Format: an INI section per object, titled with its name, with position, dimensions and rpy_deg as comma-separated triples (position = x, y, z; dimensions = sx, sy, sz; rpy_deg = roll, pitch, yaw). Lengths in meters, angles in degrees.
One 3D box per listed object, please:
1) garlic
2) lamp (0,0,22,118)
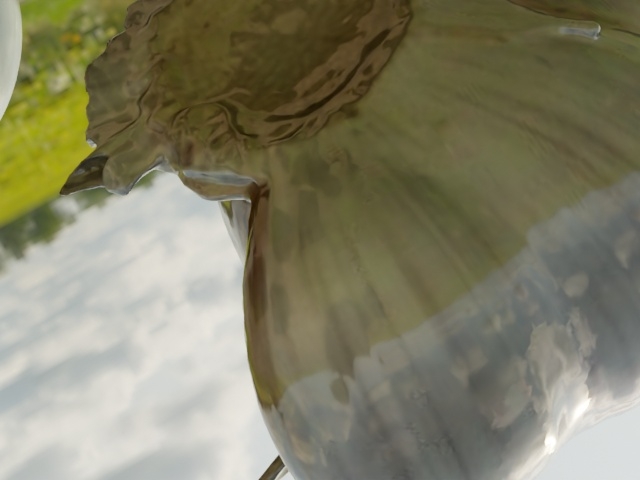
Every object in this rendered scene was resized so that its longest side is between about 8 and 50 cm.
[garlic]
position = 0.000, 0.000, 0.590
dimensions = 0.256, 0.207, 0.207
rpy_deg = -36, 180, 37
[lamp]
position = -0.291, -0.121, 1.028
dimensions = 0.243, 0.198, 0.198
rpy_deg = 12, -171, 3
